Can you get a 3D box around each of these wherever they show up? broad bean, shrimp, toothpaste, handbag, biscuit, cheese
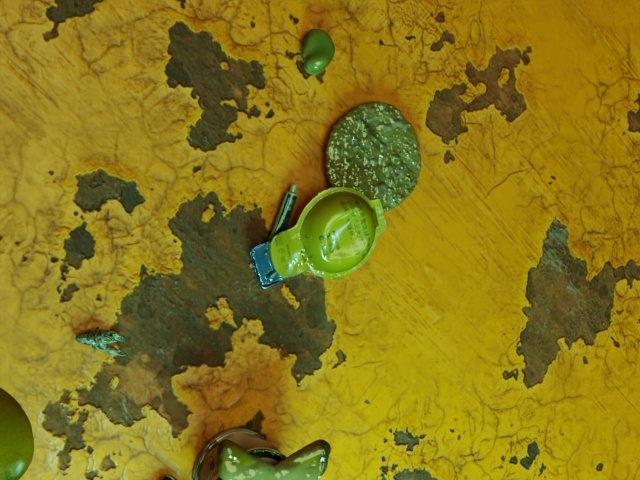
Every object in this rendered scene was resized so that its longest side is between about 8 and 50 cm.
[{"bbox_3d":[-0.004,-0.341,1.973,0.063,0.045,0.083,11,80,-18],"label":"broad bean"},{"bbox_3d":[-0.361,0.164,1.812,0.092,0.029,0.038,26,72,-34],"label":"shrimp"},{"bbox_3d":[-0.069,-0.036,1.967,0.037,0.021,0.140,20,87,-33],"label":"toothpaste"},{"bbox_3d":[-0.120,0.439,1.914,0.179,0.116,0.205,-43,111,-20],"label":"handbag"},{"bbox_3d":[-0.080,0.418,1.842,0.207,0.047,0.164,4,82,-27],"label":"biscuit"},{"bbox_3d":[0.000,0.000,1.975,0.270,0.069,0.177,-25,115,-19],"label":"cheese"},{"bbox_3d":[0.101,-0.155,2.050,0.219,0.033,0.220,-2,94,-31],"label":"biscuit"}]

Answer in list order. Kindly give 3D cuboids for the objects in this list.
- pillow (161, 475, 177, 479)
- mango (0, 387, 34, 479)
[{"bbox_3d":[-0.273,0.478,1.865,0.136,0.055,0.091,-46,120,-17],"label":"pillow"},{"bbox_3d":[-0.586,0.295,1.613,0.317,0.173,0.211,18,84,-23],"label":"mango"}]
